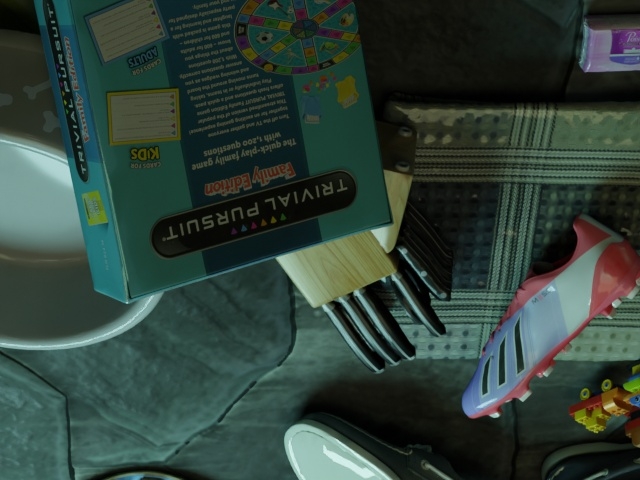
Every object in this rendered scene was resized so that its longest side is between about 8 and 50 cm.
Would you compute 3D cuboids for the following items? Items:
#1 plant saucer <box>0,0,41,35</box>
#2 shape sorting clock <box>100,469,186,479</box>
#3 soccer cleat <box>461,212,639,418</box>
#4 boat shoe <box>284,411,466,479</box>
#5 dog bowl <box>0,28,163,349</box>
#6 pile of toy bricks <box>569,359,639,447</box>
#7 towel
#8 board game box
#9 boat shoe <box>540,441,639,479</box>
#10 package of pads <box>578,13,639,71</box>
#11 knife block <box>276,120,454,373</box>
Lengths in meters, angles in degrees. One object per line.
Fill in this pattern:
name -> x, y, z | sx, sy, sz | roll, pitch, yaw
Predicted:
plant saucer -> -0.332, -0.159, 1.466 | 0.241, 0.037, 0.241 | -3, 126, -4
shape sorting clock -> -0.197, 0.354, 1.811 | 0.206, 0.040, 0.206 | -1, 96, -6
soccer cleat -> 0.215, 0.079, 1.621 | 0.095, 0.083, 0.248 | 46, 118, 4
boat shoe -> 0.101, 0.279, 1.794 | 0.319, 0.099, 0.116 | 37, 136, -8
dog bowl -> -0.279, -0.029, 1.466 | 0.348, 0.102, 0.349 | 5, 141, 4
pile of toy bricks -> 0.366, 0.187, 1.701 | 0.118, 0.105, 0.212 | 22, 145, -32
towel -> 0.205, -0.010, 1.632 | 0.324, 0.056, 0.312 | 2, 122, -5
board game box -> -0.091, -0.146, 1.339 | 0.253, 0.079, 0.336 | -16, 104, -27
boat shoe -> 0.375, 0.260, 1.817 | 0.254, 0.079, 0.095 | -5, 126, -2
package of pads -> 0.282, -0.184, 1.517 | 0.083, 0.032, 0.050 | -2, 127, -4
knife block -> 0.000, 0.000, 1.552 | 0.275, 0.088, 0.242 | 13, 122, -2
